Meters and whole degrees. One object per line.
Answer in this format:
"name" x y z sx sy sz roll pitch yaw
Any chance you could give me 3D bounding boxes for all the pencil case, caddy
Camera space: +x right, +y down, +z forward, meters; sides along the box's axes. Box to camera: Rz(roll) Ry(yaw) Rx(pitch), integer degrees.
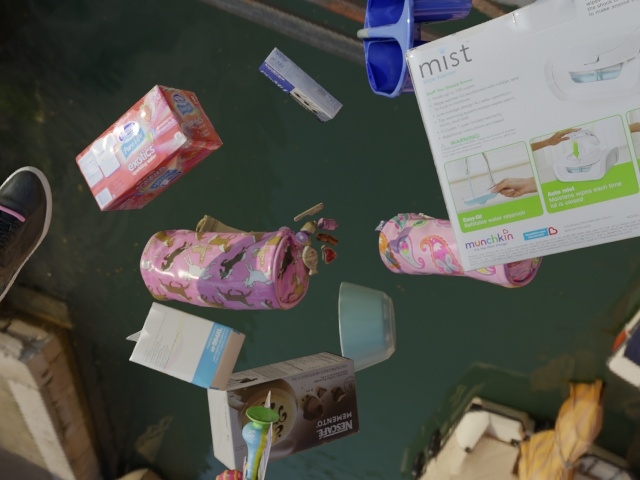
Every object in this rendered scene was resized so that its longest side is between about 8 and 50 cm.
"pencil case" 0.232 0.010 1.079 0.284 0.124 0.124 6 139 50
"caddy" 0.163 -0.408 1.229 0.179 0.341 0.241 -2 106 -8
"pencil case" -0.212 0.057 1.347 0.386 0.167 0.160 0 120 30

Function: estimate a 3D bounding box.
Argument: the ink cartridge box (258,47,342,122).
"ink cartridge box" -0.049 -0.370 1.498 0.207 0.046 0.097 38 174 -14

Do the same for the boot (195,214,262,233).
"boot" -0.273 -0.009 1.875 0.204 0.262 0.095 25 100 -9

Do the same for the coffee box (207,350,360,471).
"coffee box" -0.074 0.351 1.314 0.119 0.297 0.168 1 97 60

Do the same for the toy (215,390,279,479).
"toy" -0.108 0.322 0.787 0.056 0.137 0.237 15 99 -9

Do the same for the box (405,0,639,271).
"box" 0.245 -0.114 0.605 0.262 0.127 0.231 -15 93 24

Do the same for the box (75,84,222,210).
"box" -0.403 -0.209 1.454 0.300 0.142 0.154 -34 81 24

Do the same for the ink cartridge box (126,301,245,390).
"ink cartridge box" -0.198 0.152 0.906 0.143 0.089 0.092 18 167 10

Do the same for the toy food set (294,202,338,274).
"toy food set" 0.000 0.000 1.055 0.019 0.078 0.122 42 158 50

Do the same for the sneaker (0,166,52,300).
"sneaker" -0.567 0.011 1.074 0.105 0.147 0.295 29 96 -7

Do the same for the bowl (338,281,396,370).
"bowl" 0.164 0.287 2.087 0.163 0.311 0.311 -4 133 11
